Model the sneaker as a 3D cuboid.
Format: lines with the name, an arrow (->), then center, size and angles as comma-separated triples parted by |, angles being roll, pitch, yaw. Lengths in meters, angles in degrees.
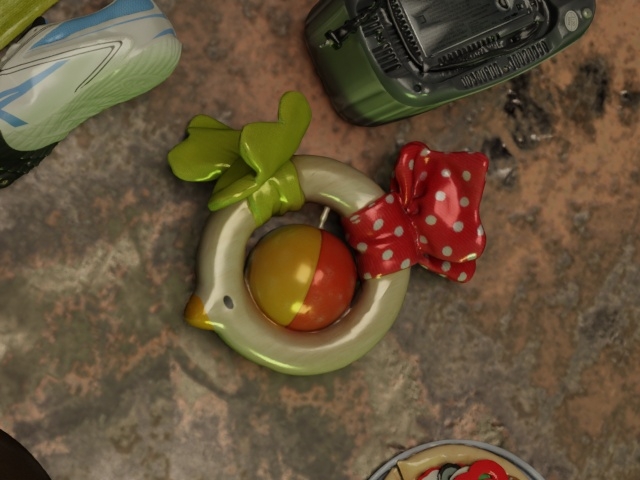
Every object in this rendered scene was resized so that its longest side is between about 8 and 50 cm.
sneaker -> -0.215, -0.106, 1.421 | 0.237, 0.085, 0.086 | -32, 67, -16

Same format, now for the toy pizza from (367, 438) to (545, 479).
toy pizza -> 0.108, 0.252, 1.494 | 0.201, 0.032, 0.201 | 2, 82, -18

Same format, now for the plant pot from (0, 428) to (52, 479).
plant pot -> -0.250, 0.212, 1.280 | 0.215, 0.230, 0.215 | 2, 82, -17

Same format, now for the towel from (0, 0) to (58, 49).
towel -> -0.298, -0.242, 1.436 | 0.102, 0.021, 0.237 | -44, 97, -17

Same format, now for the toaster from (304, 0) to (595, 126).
toaster -> 0.084, -0.163, 1.482 | 0.227, 0.146, 0.129 | -26, 90, -20

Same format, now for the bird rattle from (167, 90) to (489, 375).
bird rattle -> 0.000, 0.000, 1.472 | 0.254, 0.143, 0.207 | 22, 88, -27
